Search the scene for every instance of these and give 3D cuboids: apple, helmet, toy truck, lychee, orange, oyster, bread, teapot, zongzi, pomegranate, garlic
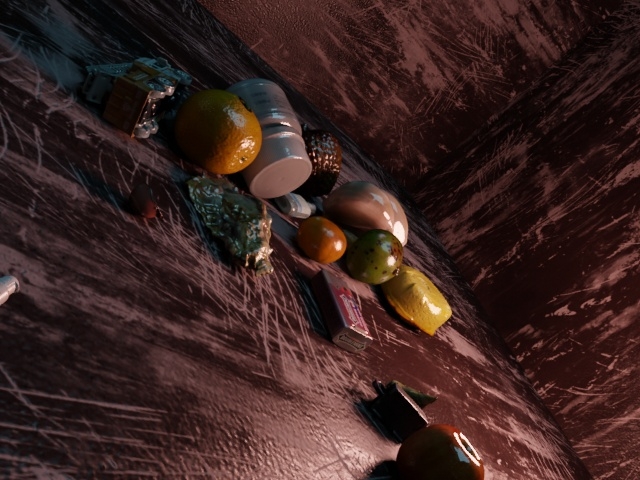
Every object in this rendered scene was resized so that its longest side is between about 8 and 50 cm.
[{"bbox_3d":[0.254,0.487,1.233,0.181,0.168,0.181,43,13,-12],"label":"apple"},{"bbox_3d":[-0.353,-0.070,1.146,0.065,0.049,0.084,19,-47,58],"label":"helmet"},{"bbox_3d":[-0.451,-0.383,1.439,0.184,0.133,0.338,29,23,-8],"label":"toy truck"},{"bbox_3d":[-0.032,-0.290,2.092,0.236,0.236,0.271,-53,123,-72],"label":"lychee"},{"bbox_3d":[0.000,0.000,1.719,0.156,0.124,0.156,30,12,-7],"label":"orange"},{"bbox_3d":[-0.195,-0.059,1.412,0.201,0.107,0.354,9,43,-58],"label":"oyster"},{"bbox_3d":[-0.272,-0.289,1.527,0.236,0.236,0.236,43,19,-18],"label":"orange"},{"bbox_3d":[0.332,0.209,2.031,0.270,0.148,0.270,41,16,-14],"label":"bread"},{"bbox_3d":[0.188,0.402,1.389,0.177,0.087,0.096,48,13,-3],"label":"teapot"},{"bbox_3d":[0.226,0.384,1.456,0.055,0.119,0.109,-2,52,-52],"label":"zongzi"},{"bbox_3d":[0.159,0.041,1.922,0.248,0.202,0.202,36,13,19],"label":"pomegranate"},{"bbox_3d":[0.179,-0.068,2.020,0.340,0.246,0.231,50,1,4],"label":"garlic"}]

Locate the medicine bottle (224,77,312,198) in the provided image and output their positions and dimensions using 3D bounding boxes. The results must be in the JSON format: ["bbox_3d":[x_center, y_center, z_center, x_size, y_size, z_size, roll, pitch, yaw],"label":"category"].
[{"bbox_3d":[-0.174,-0.305,1.738,0.245,0.245,0.306,18,42,-58],"label":"medicine bottle"}]

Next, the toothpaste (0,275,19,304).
[{"bbox_3d":[-0.426,0.089,0.677,0.048,0.031,0.190,49,20,-10],"label":"toothpaste"}]

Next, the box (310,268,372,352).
[{"bbox_3d":[0.053,0.186,1.541,0.120,0.069,0.224,33,23,-40],"label":"box"}]

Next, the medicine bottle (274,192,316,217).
[{"bbox_3d":[-0.076,-0.113,1.884,0.090,0.054,0.208,53,16,17],"label":"medicine bottle"}]
